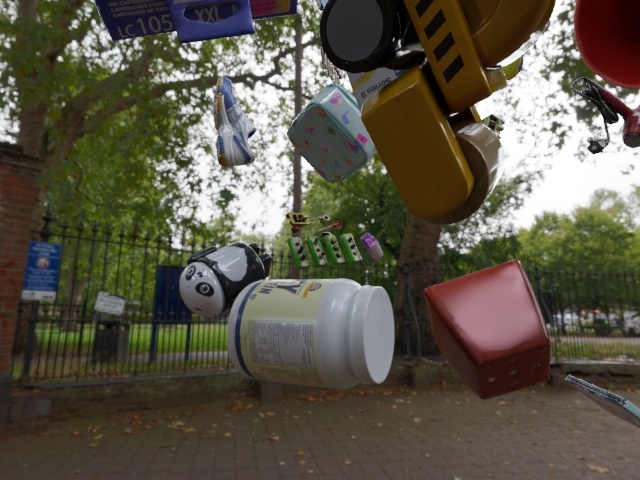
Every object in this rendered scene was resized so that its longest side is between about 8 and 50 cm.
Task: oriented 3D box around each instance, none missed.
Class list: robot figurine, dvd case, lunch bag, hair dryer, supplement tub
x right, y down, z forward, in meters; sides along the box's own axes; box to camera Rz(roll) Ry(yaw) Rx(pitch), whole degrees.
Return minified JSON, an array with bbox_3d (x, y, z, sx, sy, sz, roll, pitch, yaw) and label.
[{"bbox_3d":[-0.275,0.107,1.207,0.278,0.174,0.209,-28,17,-38],"label":"robot figurine"},{"bbox_3d":[0.424,0.237,0.585,0.087,0.013,0.119,36,-3,0],"label":"dvd case"},{"bbox_3d":[0.037,-0.272,1.096,0.224,0.108,0.279,42,-17,-11],"label":"lunch bag"},{"bbox_3d":[0.841,-0.363,1.127,0.293,0.224,0.080,-11,-2,-18],"label":"hair dryer"},{"bbox_3d":[-0.018,0.204,0.924,0.325,0.235,0.235,-4,-13,26],"label":"supplement tub"}]

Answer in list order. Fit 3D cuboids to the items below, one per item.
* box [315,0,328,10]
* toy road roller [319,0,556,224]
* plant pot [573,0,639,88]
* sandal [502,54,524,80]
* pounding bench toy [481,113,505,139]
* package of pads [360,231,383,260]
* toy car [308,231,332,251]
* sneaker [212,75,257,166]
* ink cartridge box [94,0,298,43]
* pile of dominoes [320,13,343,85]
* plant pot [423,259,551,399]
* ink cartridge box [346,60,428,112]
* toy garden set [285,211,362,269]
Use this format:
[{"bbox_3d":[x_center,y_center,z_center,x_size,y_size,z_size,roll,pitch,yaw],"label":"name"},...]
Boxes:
[{"bbox_3d":[0.036,-0.879,1.431,0.136,0.225,0.036,-18,-20,-12],"label":"box"},{"bbox_3d":[0.177,-0.207,0.496,0.240,0.329,0.202,-20,9,37],"label":"toy road roller"},{"bbox_3d":[0.690,-0.457,0.775,0.243,0.275,0.275,-24,-8,-12],"label":"plant pot"},{"bbox_3d":[0.564,-0.637,1.297,0.126,0.317,0.138,-23,-24,34],"label":"sandal"},{"bbox_3d":[0.490,-0.322,1.156,0.052,0.065,0.083,26,-16,-14],"label":"pounding bench toy"},{"bbox_3d":[0.149,0.018,1.179,0.050,0.032,0.083,43,-9,37],"label":"package of pads"},{"bbox_3d":[0.000,0.000,1.514,0.122,0.060,0.040,-17,16,38],"label":"toy car"},{"bbox_3d":[-0.277,-0.383,1.336,0.131,0.296,0.112,-4,-3,-20],"label":"sneaker"},{"bbox_3d":[-0.193,-0.437,0.563,0.270,0.395,0.151,-15,-28,-13],"label":"ink cartridge box"},{"bbox_3d":[0.032,-0.707,1.583,0.040,0.196,0.251,-1,-13,21],"label":"pile of dominoes"},{"bbox_3d":[0.457,0.256,1.090,0.267,0.236,0.267,-19,-52,6],"label":"plant pot"},{"bbox_3d":[0.132,-0.328,0.757,0.154,0.212,0.093,-19,1,31],"label":"ink cartridge box"},{"bbox_3d":[0.008,-0.014,1.355,0.244,0.204,0.049,-5,-30,-31],"label":"toy garden set"}]
